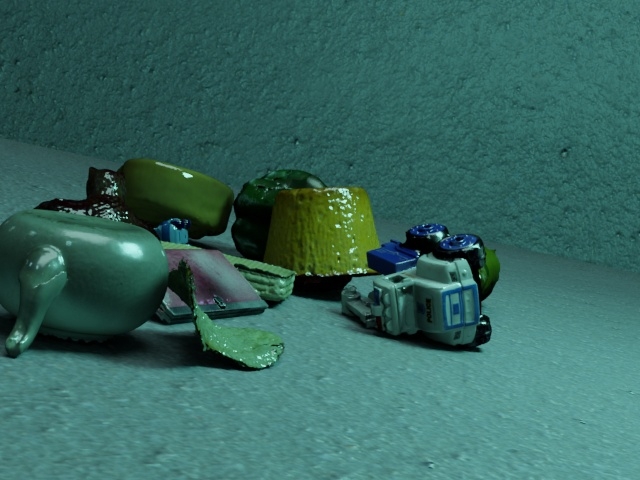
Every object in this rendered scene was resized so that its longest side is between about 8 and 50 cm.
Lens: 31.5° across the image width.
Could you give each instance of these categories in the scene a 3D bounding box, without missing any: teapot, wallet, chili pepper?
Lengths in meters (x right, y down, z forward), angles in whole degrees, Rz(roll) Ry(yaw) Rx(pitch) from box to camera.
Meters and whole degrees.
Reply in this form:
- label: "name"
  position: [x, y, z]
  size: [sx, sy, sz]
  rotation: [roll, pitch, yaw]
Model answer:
- label: "teapot"
  position: [-0.261, 0.041, 1.218]
  size: [0.193, 0.130, 0.294]
  rotation: [12, 4, 7]
- label: "wallet"
  position: [-0.166, 0.055, 1.482]
  size: [0.119, 0.025, 0.232]
  rotation: [46, 19, 19]
- label: "chili pepper"
  position: [-0.087, -0.035, 2.071]
  size: [0.261, 0.174, 0.165]
  rotation: [9, 27, 42]

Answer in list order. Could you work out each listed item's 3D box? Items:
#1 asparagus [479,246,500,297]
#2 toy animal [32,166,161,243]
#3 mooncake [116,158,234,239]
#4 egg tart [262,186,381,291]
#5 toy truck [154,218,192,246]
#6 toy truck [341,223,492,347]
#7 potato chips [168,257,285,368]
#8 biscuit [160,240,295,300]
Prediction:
- label: "asparagus"
  position: [0.261, 0.063, 2.029]
  size: [0.108, 0.128, 0.382]
  rotation: [50, 14, 10]
- label: "toy animal"
  position: [-0.279, -0.020, 1.496]
  size: [0.218, 0.180, 0.116]
  rotation: [14, -22, -26]
- label: "mooncake"
  position: [-0.274, -0.068, 2.089]
  size: [0.234, 0.117, 0.235]
  rotation: [12, -12, 3]
- label: "egg tart"
  position: [0.000, 0.000, 1.863]
  size: [0.215, 0.171, 0.215]
  rotation: [-3, -1, 0]
- label: "toy truck"
  position: [-0.256, -0.005, 1.964]
  size: [0.074, 0.063, 0.136]
  rotation: [-4, -1, 10]
- label: "toy truck"
  position: [0.137, 0.074, 1.638]
  size: [0.176, 0.161, 0.213]
  rotation: [-12, 16, -22]
- label: "potato chips"
  position: [-0.119, 0.082, 1.263]
  size: [0.167, 0.059, 0.228]
  rotation: [41, -3, 40]
- label: "biscuit"
  position: [-0.167, 0.044, 1.689]
  size: [0.252, 0.052, 0.150]
  rotation: [13, 3, 2]
